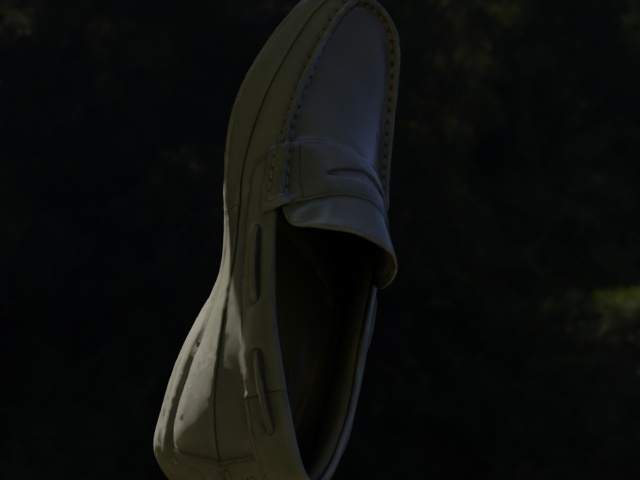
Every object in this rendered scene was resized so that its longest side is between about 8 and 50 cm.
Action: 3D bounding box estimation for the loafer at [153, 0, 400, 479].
[{"bbox_3d":[0.000,0.000,1.031,0.111,0.319,0.112,-8,-27,44],"label":"loafer"}]
